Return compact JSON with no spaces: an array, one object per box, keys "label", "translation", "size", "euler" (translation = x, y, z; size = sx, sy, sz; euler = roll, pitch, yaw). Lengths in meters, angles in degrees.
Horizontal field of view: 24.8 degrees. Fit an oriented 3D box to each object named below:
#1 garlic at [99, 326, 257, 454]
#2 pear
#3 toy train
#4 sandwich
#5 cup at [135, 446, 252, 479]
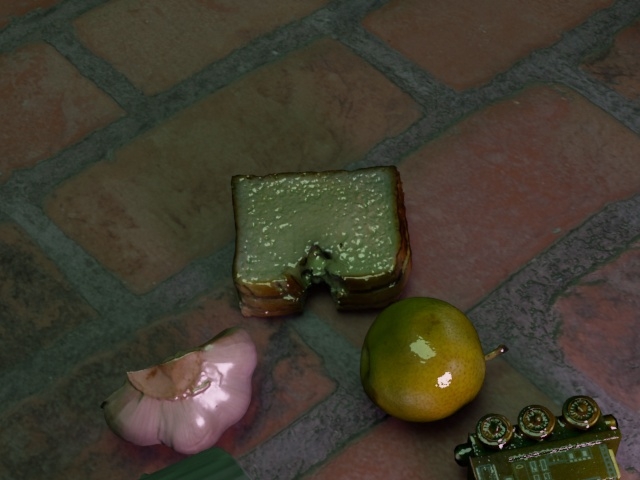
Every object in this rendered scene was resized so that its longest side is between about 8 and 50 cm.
[{"label":"garlic","translation":[-0.178,0.218,2.015],"size":[0.229,0.178,0.143],"euler":[-35,83,-2]},{"label":"pear","translation":[0.163,0.168,2.014],"size":[0.216,0.166,0.180],"euler":[6,31,-19]},{"label":"toy train","translation":[0.295,0.292,1.925],"size":[0.225,0.090,0.137],"euler":[-11,54,-4]},{"label":"sandwich","translation":[0.000,0.001,2.215],"size":[0.273,0.095,0.249],"euler":[-4,47,3]},{"label":"cup","translation":[-0.255,0.418,1.716],"size":[0.392,0.310,0.401],"euler":[-26,51,-20]}]
